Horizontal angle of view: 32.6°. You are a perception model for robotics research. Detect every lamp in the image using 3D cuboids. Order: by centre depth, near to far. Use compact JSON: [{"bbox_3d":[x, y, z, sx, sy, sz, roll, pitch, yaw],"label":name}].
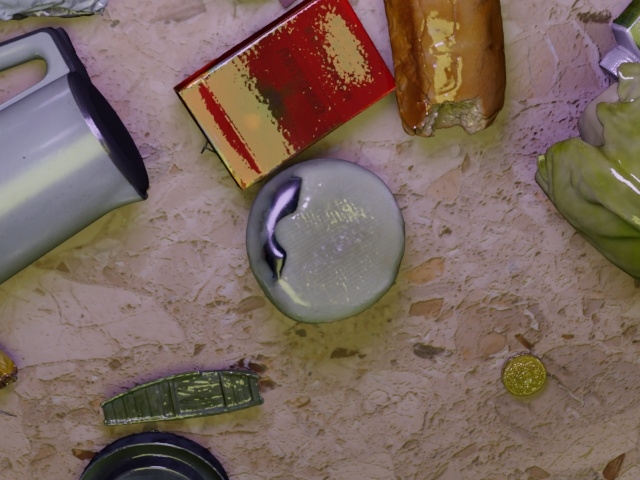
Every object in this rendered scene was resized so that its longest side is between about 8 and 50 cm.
[{"bbox_3d":[-0.146,-0.133,1.860,0.121,0.054,0.041,31,104,-13],"label":"lamp"}]

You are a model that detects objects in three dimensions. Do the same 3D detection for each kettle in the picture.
[{"bbox_3d":[-0.513,-0.134,1.768,0.376,0.250,0.361,-30,79,4],"label":"kettle"}]

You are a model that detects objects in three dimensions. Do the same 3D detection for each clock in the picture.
[{"bbox_3d":[-0.312,0.504,2.053,0.312,0.061,0.313,-1,108,-3],"label":"clock"}]

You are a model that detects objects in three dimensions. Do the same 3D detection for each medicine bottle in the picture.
[{"bbox_3d":[0.559,-0.340,1.820,0.132,0.088,0.188,36,102,-14],"label":"medicine bottle"}]

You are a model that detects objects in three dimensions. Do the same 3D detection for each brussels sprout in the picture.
[{"bbox_3d":[0.590,-0.096,1.719,0.425,0.342,0.361,-42,65,32],"label":"brussels sprout"}]

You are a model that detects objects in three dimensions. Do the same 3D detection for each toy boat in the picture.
[{"bbox_3d":[-0.251,0.281,1.988,0.293,0.055,0.093,-9,109,-1],"label":"toy boat"}]

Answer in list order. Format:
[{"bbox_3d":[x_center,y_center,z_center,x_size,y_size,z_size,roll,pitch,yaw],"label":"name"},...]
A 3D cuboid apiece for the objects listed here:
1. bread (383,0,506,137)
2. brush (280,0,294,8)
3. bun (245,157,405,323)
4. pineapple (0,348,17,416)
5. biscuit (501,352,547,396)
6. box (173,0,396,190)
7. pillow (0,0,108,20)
[{"bbox_3d":[0.208,-0.337,1.745,0.195,0.148,0.344,-27,114,-39],"label":"bread"},{"bbox_3d":[-0.127,-0.501,1.740,0.084,0.071,0.301,-33,112,3],"label":"brush"},{"bbox_3d":[0.000,0.000,1.857,0.283,0.179,0.283,1,87,-15],"label":"bun"},{"bbox_3d":[-0.679,0.201,1.880,0.161,0.158,0.334,-41,106,10],"label":"pineapple"},{"bbox_3d":[0.379,0.250,2.035,0.084,0.023,0.084,-2,108,-5],"label":"biscuit"},{"bbox_3d":[-0.056,-0.251,1.788,0.313,0.089,0.197,-34,108,-4],"label":"box"},{"bbox_3d":[-0.480,-0.475,1.684,0.283,0.138,0.310,-14,105,0],"label":"pillow"}]
